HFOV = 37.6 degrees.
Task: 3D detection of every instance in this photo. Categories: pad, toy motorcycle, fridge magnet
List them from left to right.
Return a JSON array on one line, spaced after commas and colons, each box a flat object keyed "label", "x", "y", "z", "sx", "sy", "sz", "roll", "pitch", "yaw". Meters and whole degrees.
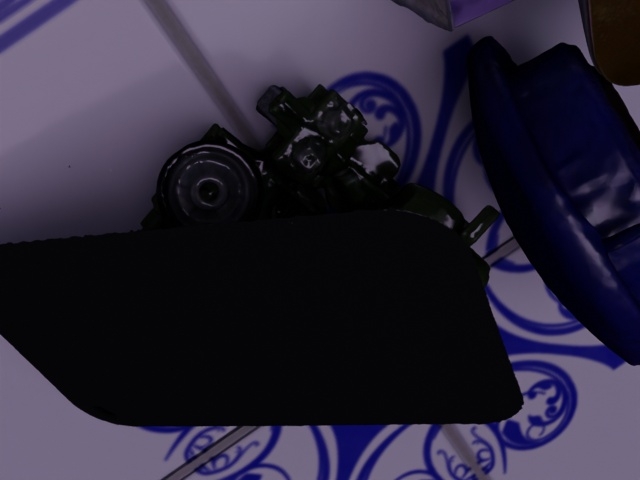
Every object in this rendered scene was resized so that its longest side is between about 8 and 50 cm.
[{"label": "pad", "x": -0.067, "y": 0.028, "z": 0.646, "sx": 0.375, "sy": 0.063, "sz": 0.315, "roll": -4, "pitch": 141, "yaw": 21}, {"label": "toy motorcycle", "x": 0.000, "y": 0.000, "z": 0.719, "sx": 0.275, "sy": 0.127, "sz": 0.205, "roll": 39, "pitch": 94, "yaw": -23}, {"label": "fridge magnet", "x": 0.190, "y": -0.036, "z": 0.685, "sx": 0.113, "sy": 0.265, "sz": 0.265, "roll": -30, "pitch": 119, "yaw": 18}]

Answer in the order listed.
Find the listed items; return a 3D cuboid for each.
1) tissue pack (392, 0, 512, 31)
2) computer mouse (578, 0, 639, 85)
[{"label": "tissue pack", "x": 0.176, "y": -0.321, "z": 0.612, "sx": 0.338, "sy": 0.160, "sz": 0.242, "roll": -27, "pitch": 122, "yaw": -4}, {"label": "computer mouse", "x": 0.203, "y": -0.231, "z": 0.537, "sx": 0.158, "sy": 0.072, "sz": 0.310, "roll": -25, "pitch": 125, "yaw": -4}]
